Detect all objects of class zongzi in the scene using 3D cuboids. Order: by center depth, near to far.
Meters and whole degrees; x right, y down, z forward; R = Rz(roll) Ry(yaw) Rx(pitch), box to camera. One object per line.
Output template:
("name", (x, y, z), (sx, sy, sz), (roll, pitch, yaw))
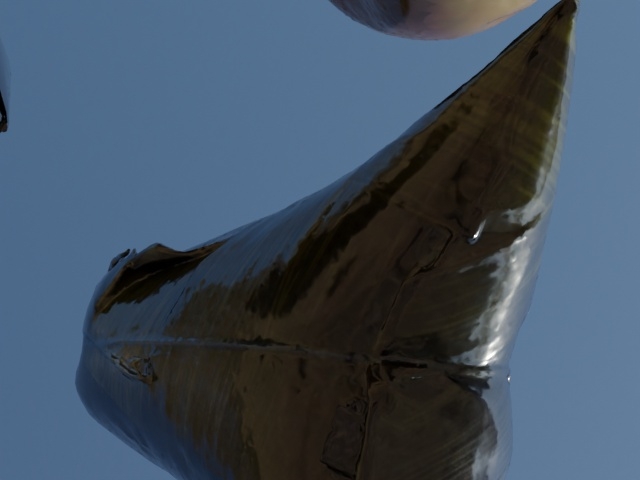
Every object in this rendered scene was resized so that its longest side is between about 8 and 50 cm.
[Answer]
("zongzi", (0.000, 0.000, 1.291), (0.208, 0.432, 0.403), (9, -169, -38))

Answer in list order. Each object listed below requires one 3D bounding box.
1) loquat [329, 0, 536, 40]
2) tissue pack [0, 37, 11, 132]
("loquat", (0.078, -0.301, 1.430), (0.284, 0.276, 0.276), (42, -131, -36))
("tissue pack", (-0.348, -0.216, 1.117), (0.198, 0.370, 0.210), (-22, -159, 2))
